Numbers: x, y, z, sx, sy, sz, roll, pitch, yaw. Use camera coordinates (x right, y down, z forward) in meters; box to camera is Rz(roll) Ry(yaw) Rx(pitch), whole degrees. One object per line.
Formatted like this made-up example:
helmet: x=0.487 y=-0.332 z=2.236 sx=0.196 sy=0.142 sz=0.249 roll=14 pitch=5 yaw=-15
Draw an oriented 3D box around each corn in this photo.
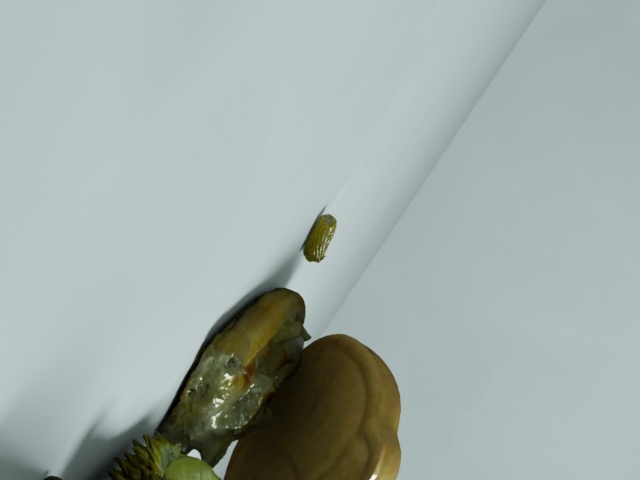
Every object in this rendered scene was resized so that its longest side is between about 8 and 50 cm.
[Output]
corn: x=0.000 y=0.000 z=1.061 sx=0.083 sy=0.028 sz=0.027 roll=117 pitch=-10 yaw=-52

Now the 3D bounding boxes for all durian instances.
durian: x=-0.140 y=0.268 z=0.807 sx=0.172 sy=0.167 sz=0.306 roll=-56 pitch=160 yaw=-22

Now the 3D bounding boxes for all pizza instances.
pizza: x=-0.085 y=0.158 z=1.025 sx=0.223 sy=0.089 sz=0.323 roll=-59 pitch=173 yaw=7

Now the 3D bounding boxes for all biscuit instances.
biscuit: x=-0.029 y=0.270 z=1.041 sx=0.312 sy=0.057 sz=0.351 roll=-3 pitch=-120 yaw=63

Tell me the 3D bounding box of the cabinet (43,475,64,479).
cabinet: x=-0.111 y=0.279 z=0.585 sx=0.148 sy=0.215 sz=0.175 roll=-52 pitch=-153 yaw=-22
